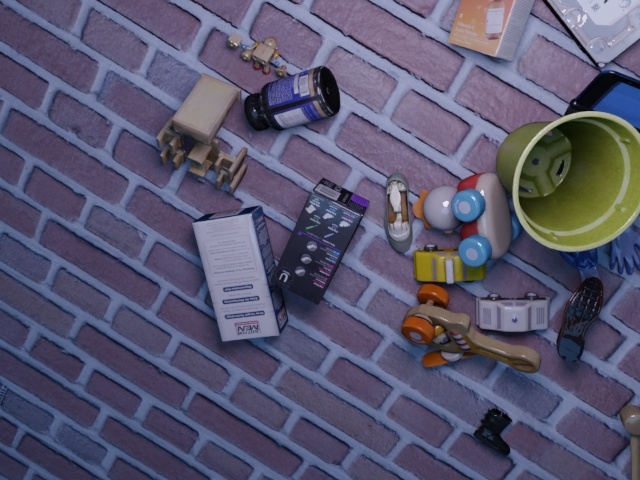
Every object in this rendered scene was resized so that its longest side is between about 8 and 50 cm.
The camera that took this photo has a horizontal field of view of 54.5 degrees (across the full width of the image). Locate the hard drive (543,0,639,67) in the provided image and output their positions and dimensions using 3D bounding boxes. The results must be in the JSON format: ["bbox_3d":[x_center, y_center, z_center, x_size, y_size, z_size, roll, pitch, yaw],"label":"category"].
[{"bbox_3d":[0.604,-0.584,1.354,0.237,0.064,0.339,-38,96,20],"label":"hard drive"}]

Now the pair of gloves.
[{"bbox_3d":[0.698,0.024,1.536,0.198,0.023,0.159,-16,101,15],"label":"pair of gloves"}]

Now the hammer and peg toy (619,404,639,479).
[{"bbox_3d":[0.934,0.521,1.579,0.361,0.127,0.266,7,109,10],"label":"hammer and peg toy"}]

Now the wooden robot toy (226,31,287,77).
[{"bbox_3d":[-0.142,-0.475,1.553,0.173,0.076,0.079,29,75,2],"label":"wooden robot toy"}]

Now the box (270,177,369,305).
[{"bbox_3d":[0.000,0.000,1.597,0.143,0.165,0.270,26,109,3],"label":"box"}]

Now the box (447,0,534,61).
[{"bbox_3d":[0.383,-0.503,1.381,0.130,0.091,0.170,30,113,35],"label":"box"}]

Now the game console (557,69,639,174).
[{"bbox_3d":[0.690,-0.215,1.386,0.293,0.173,0.250,23,109,5],"label":"game console"}]

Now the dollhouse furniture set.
[{"bbox_3d":[-0.284,-0.274,1.584,0.212,0.161,0.242,24,153,5],"label":"dollhouse furniture set"}]

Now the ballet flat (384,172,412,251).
[{"bbox_3d":[0.195,-0.065,1.589,0.072,0.068,0.213,-2,106,13],"label":"ballet flat"}]

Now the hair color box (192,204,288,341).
[{"bbox_3d":[-0.215,0.092,1.702,0.173,0.105,0.347,-8,104,14],"label":"hair color box"}]

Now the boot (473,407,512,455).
[{"bbox_3d":[0.494,0.527,1.717,0.121,0.045,0.099,31,107,2],"label":"boot"}]

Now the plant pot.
[{"bbox_3d":[0.497,-0.147,1.315,0.276,0.254,0.276,-1,108,-4],"label":"plant pot"}]

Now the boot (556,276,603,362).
[{"bbox_3d":[0.644,0.193,1.570,0.082,0.106,0.219,21,93,9],"label":"boot"}]

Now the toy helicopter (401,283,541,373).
[{"bbox_3d":[0.380,0.268,1.592,0.355,0.140,0.235,18,145,21],"label":"toy helicopter"}]

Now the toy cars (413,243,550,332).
[{"bbox_3d":[0.413,0.131,1.592,0.393,0.087,0.176,37,110,-1],"label":"toy cars"}]

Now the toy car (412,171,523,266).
[{"bbox_3d":[0.336,-0.058,1.523,0.238,0.219,0.210,1,110,42],"label":"toy car"}]

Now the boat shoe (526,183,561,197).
[{"bbox_3d":[0.586,-0.116,1.490,0.219,0.078,0.070,24,114,-4],"label":"boat shoe"}]

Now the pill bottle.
[{"bbox_3d":[-0.072,-0.341,1.527,0.219,0.123,0.123,-10,104,25],"label":"pill bottle"}]
